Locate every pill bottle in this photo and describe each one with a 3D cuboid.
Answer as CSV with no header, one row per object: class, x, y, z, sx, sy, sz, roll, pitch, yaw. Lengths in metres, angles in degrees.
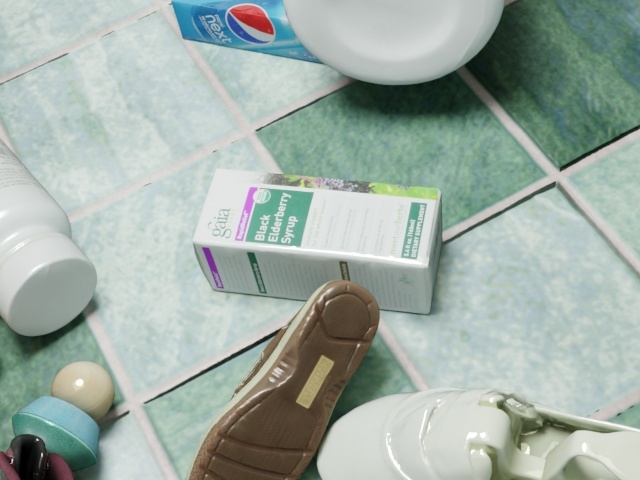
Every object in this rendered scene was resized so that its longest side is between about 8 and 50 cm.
pill bottle,-0.336,-0.011,1.166,0.131,0.131,0.229,-37,58,-16
pill bottle,0.090,-0.385,1.243,0.229,0.229,0.408,0,50,9

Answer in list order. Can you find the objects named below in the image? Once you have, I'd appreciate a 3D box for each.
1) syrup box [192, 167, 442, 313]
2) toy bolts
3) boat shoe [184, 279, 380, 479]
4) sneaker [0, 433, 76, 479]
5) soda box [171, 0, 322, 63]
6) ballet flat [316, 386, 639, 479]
syrup box,0.000,0.000,1.128,0.236,0.096,0.093,7,57,12
toy bolts,-0.305,0.140,1.028,0.228,0.218,0.158,25,58,5
boat shoe,-0.036,0.152,1.044,0.095,0.095,0.257,40,82,-10
sneaker,-0.259,0.238,0.916,0.281,0.106,0.163,-5,81,48
soda box,-0.066,-0.272,1.342,0.210,0.067,0.071,13,59,18
ballet flat,0.187,0.186,0.951,0.400,0.139,0.139,9,58,15
